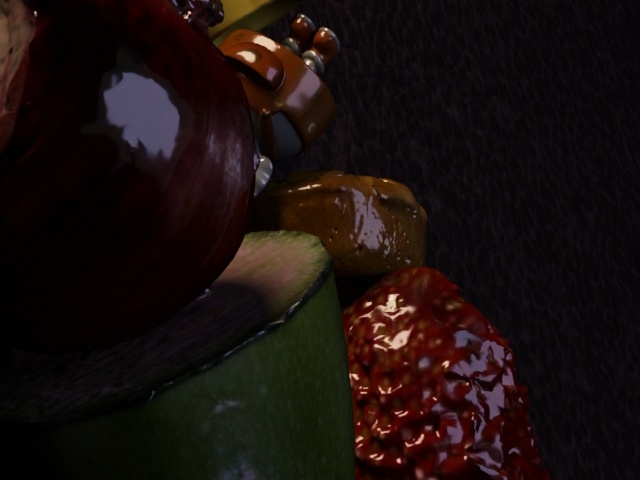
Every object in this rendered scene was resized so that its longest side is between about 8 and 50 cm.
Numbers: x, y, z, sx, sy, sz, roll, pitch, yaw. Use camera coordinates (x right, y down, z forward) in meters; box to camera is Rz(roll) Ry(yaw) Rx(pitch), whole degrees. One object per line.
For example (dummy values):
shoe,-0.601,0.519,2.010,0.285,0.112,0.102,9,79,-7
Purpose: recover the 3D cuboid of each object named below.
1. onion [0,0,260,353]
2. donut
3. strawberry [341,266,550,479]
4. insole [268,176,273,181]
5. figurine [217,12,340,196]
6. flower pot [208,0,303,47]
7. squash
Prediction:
onion,-0.198,-0.064,1.339,0.341,0.341,0.341,43,38,-45
donut,0.001,-0.001,1.838,0.226,0.227,0.113,25,61,-57
strawberry,0.068,0.214,1.755,0.292,0.292,0.343,-27,98,-64
insole,-0.065,-0.075,1.991,0.135,0.002,0.045,63,27,-16
figurine,-0.081,-0.108,1.765,0.271,0.143,0.143,-58,140,-4
flower pot,-0.115,-0.297,1.859,0.179,0.195,0.195,57,26,-1
squash,-0.077,0.192,1.458,0.309,0.310,0.310,65,26,-17
